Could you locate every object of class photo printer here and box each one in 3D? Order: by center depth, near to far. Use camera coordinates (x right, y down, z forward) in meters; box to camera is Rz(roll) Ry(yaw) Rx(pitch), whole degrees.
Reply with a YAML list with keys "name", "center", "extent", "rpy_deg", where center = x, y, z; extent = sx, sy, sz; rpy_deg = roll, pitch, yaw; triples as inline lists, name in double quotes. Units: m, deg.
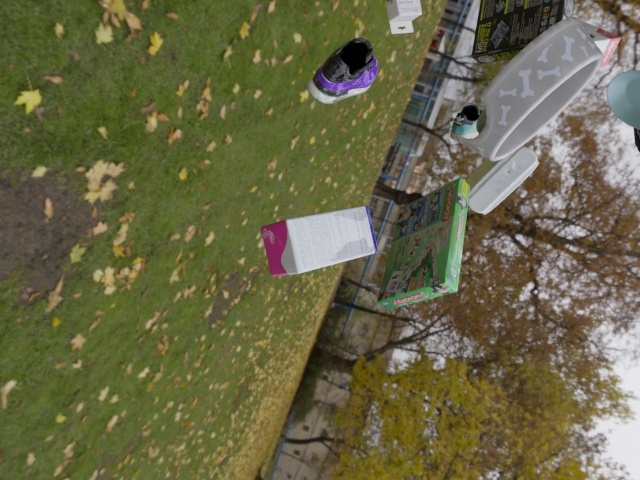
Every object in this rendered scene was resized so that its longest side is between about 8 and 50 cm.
- name: "photo printer"
  center: [0.614, -0.222, 1.476]
  extent: [0.256, 0.107, 0.307]
  rpy_deg: [-48, 179, 18]

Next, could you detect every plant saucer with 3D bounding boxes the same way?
- name: "plant saucer"
  center: [0.898, -0.395, 1.155]
  extent: [0.037, 0.195, 0.195]
  rpy_deg: [-39, 175, -4]

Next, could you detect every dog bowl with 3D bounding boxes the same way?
- name: "dog bowl"
  center: [0.488, -0.328, 0.975]
  extent: [0.349, 0.102, 0.348]
  rpy_deg: [-35, 163, -12]

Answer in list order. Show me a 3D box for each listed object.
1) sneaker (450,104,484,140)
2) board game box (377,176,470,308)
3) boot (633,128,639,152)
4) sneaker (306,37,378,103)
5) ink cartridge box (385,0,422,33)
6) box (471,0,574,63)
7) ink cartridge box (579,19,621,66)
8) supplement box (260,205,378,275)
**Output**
- name: "sneaker"
  center: [0.667, -0.522, 1.773]
  extent: [0.302, 0.108, 0.120]
  rpy_deg: [-32, 139, -33]
- name: "board game box"
  center: [0.262, 0.008, 1.051]
  extent: [0.214, 0.046, 0.317]
  rpy_deg: [-27, -145, 49]
- name: "boot"
  center: [1.294, -0.377, 1.365]
  extent: [0.446, 0.366, 0.146]
  rpy_deg: [-29, -169, 3]
- name: "sneaker"
  center: [0.096, -0.457, 1.080]
  extent: [0.293, 0.102, 0.146]
  rpy_deg: [-45, -178, -43]
- name: "ink cartridge box"
  center: [0.279, -0.809, 1.415]
  extent: [0.062, 0.105, 0.181]
  rpy_deg: [7, -68, 63]
- name: "box"
  center: [0.508, -0.599, 1.035]
  extent: [0.216, 0.060, 0.269]
  rpy_deg: [12, -85, 48]
- name: "ink cartridge box"
  center: [0.919, -0.723, 1.553]
  extent: [0.114, 0.273, 0.197]
  rpy_deg: [95, -29, -46]
- name: "supplement box"
  center: [0.000, 0.000, 0.897]
  extent: [0.111, 0.220, 0.113]
  rpy_deg: [-11, -88, 53]
